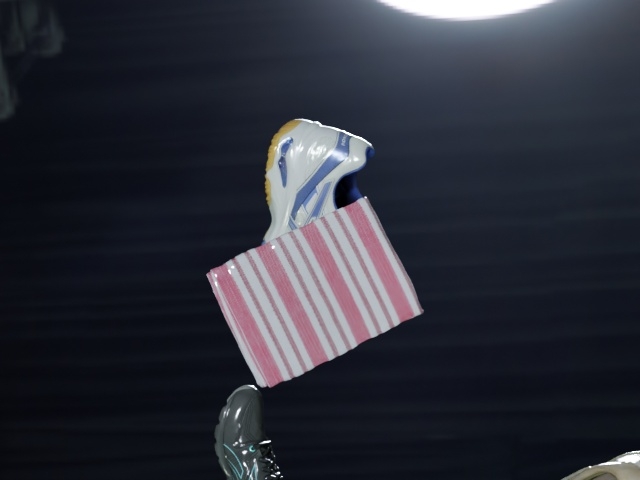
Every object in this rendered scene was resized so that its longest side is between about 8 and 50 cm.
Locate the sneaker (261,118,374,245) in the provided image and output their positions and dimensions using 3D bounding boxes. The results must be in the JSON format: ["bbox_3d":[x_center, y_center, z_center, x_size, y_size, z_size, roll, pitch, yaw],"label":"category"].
[{"bbox_3d":[0.000,0.000,1.546,0.112,0.131,0.296,-49,-33,-55],"label":"sneaker"}]

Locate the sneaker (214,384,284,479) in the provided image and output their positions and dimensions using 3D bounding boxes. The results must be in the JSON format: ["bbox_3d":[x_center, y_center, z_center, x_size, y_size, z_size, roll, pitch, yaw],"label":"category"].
[{"bbox_3d":[-0.090,0.345,1.811,0.101,0.106,0.267,-6,-83,-60],"label":"sneaker"}]

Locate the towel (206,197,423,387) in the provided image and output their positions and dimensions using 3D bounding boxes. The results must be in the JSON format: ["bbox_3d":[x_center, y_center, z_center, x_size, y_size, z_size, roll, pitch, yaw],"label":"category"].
[{"bbox_3d":[-0.006,0.056,1.331,0.144,0.197,0.029,64,176,0],"label":"towel"}]

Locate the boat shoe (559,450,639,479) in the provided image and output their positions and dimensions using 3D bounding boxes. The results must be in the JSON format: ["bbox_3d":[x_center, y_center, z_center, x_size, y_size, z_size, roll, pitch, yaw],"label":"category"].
[{"bbox_3d":[0.183,0.279,1.071,0.098,0.302,0.109,9,-134,-41],"label":"boat shoe"}]
